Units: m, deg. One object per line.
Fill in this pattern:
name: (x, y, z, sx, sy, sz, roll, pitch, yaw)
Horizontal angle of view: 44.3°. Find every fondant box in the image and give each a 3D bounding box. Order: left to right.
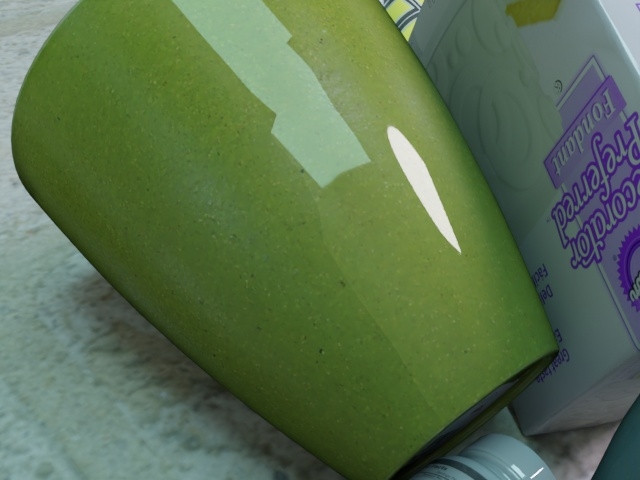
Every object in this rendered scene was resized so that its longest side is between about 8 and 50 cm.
fondant box: (0.165, -0.069, 0.523, 0.096, 0.238, 0.330, -7, 61, -17)

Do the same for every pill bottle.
pill bottle: (0.065, 0.165, 0.422, 0.137, 0.078, 0.078, -25, 49, -34)

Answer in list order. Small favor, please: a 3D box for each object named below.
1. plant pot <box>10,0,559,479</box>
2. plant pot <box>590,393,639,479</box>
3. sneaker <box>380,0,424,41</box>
plant pot: (0.000, 0.000, 0.502, 0.275, 0.275, 0.293, -24, 65, -33)
plant pot: (0.222, 0.143, 0.307, 0.272, 0.255, 0.271, 14, 47, -16)
sneaker: (0.086, -0.190, 0.828, 0.147, 0.145, 0.384, 13, 49, -5)
